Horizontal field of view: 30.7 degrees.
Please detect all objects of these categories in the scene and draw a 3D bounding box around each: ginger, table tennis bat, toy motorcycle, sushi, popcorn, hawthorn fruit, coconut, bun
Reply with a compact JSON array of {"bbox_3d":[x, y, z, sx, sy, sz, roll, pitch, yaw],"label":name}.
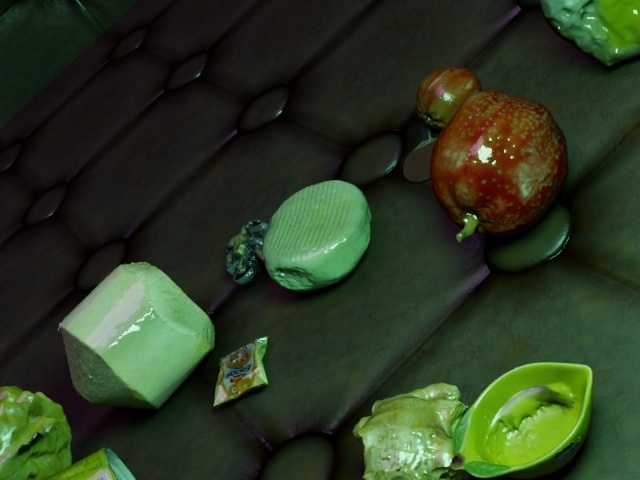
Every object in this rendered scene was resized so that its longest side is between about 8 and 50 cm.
[{"bbox_3d":[0.121,0.274,1.520,0.157,0.102,0.216,-8,35,6],"label":"ginger"},{"bbox_3d":[0.189,-0.159,2.084,0.095,0.014,0.158,-26,36,25],"label":"table tennis bat"},{"bbox_3d":[-0.121,0.011,2.155,0.124,0.061,0.193,-44,22,8],"label":"toy motorcycle"},{"bbox_3d":[0.510,-0.480,1.890,0.299,0.281,0.294,-26,27,35],"label":"sushi"},{"bbox_3d":[-0.517,0.388,1.932,0.215,0.252,0.286,6,58,34],"label":"popcorn"},{"bbox_3d":[0.258,-0.097,1.753,0.205,0.205,0.253,9,61,52],"label":"hawthorn fruit"},{"bbox_3d":[0.227,-0.252,2.070,0.128,0.128,0.128,-28,33,20],"label":"hawthorn fruit"},{"bbox_3d":[-0.326,0.178,2.011,0.244,0.239,0.239,-47,31,-15],"label":"coconut"},{"bbox_3d":[-0.001,0.002,1.995,0.221,0.108,0.221,-20,35,15],"label":"bun"}]

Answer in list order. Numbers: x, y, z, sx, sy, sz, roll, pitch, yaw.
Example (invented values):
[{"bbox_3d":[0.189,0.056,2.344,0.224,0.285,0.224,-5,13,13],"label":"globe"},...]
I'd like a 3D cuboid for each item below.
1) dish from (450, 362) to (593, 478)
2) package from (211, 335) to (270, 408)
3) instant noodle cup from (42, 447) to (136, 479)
[{"bbox_3d":[0.260,0.237,1.435,0.207,0.080,0.149,-35,35,5],"label":"dish"},{"bbox_3d":[-0.131,0.218,1.929,0.108,0.031,0.121,-28,33,21],"label":"package"},{"bbox_3d":[-0.344,0.416,1.759,0.153,0.205,0.205,-36,30,-5],"label":"instant noodle cup"}]
